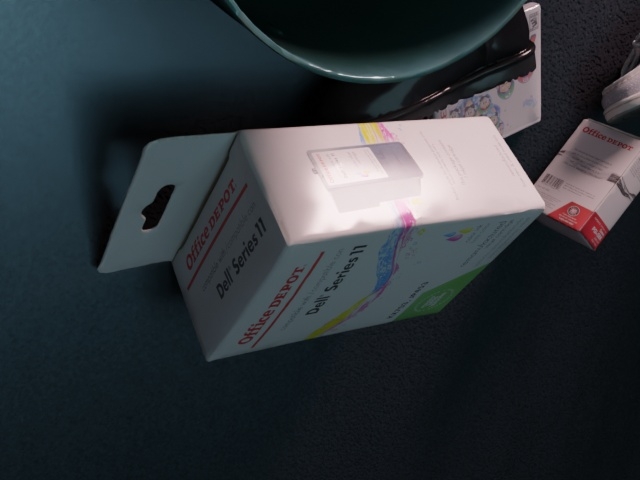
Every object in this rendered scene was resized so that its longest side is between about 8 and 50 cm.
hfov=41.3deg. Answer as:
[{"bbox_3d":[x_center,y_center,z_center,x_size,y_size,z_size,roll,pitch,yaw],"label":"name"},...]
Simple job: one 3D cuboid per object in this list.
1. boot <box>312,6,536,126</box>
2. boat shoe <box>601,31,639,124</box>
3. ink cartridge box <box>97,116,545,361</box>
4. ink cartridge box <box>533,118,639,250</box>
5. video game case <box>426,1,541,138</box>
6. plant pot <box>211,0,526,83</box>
[{"bbox_3d":[0.082,-0.224,0.790,0.247,0.094,0.207,-23,117,-11],"label":"boot"},{"bbox_3d":[0.454,-0.256,1.041,0.320,0.103,0.118,-38,175,-10],"label":"boat shoe"},{"bbox_3d":[0.000,0.000,0.774,0.354,0.119,0.207,-8,151,-32],"label":"ink cartridge box"},{"bbox_3d":[0.331,-0.070,1.044,0.135,0.099,0.056,-52,132,-1],"label":"ink cartridge box"},{"bbox_3d":[0.181,-0.170,0.937,0.157,0.019,0.143,-26,127,-23],"label":"video game case"},{"bbox_3d":[-0.004,-0.281,0.593,0.293,0.235,0.292,-14,120,-26],"label":"plant pot"}]
